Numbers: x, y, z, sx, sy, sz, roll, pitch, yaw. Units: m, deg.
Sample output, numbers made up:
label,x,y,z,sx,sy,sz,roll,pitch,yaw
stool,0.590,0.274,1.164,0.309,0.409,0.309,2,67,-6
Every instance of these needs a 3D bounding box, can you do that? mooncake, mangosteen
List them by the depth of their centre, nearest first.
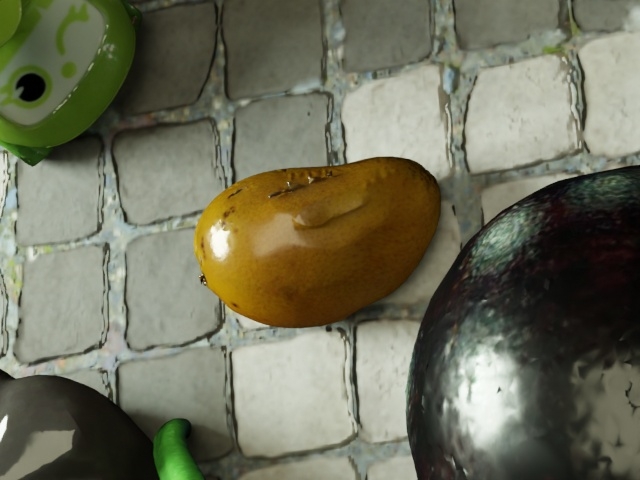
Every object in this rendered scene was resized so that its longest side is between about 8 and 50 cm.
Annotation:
label,x,y,z,sx,sy,sz,roll,pitch,yaw
mangosteen,0.186,0.089,0.814,0.288,0.288,0.288,-5,74,19
mooncake,-0.210,0.198,1.013,0.245,0.133,0.245,-4,71,12

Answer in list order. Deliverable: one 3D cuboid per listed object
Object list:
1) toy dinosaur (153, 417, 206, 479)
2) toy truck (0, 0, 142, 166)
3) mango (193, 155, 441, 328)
label,x,y,z,sx,sy,sz,roll,pitch,yaw
toy dinosaur,0.111,0.262,0.890,0.144,0.374,0.500,-60,25,17
toy truck,-0.236,-0.161,1.071,0.187,0.210,0.148,38,93,26
mango,-0.002,0.000,1.011,0.159,0.084,0.105,-16,77,15
